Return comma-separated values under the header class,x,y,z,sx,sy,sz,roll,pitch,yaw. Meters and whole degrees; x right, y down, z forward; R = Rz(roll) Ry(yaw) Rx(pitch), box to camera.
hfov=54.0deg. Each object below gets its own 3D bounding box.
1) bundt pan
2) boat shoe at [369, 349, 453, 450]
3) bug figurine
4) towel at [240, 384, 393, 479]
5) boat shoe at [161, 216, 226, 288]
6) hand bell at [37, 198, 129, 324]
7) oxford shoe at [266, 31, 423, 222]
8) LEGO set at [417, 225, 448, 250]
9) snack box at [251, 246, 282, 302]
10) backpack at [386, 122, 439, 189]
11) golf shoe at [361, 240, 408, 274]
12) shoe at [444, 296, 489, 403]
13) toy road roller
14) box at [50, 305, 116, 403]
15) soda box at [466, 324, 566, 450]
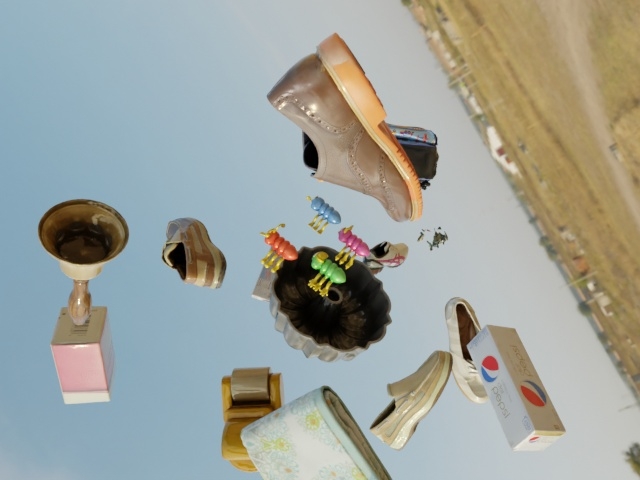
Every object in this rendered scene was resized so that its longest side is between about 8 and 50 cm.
class,x,y,z,sx,sy,sz,roll,pitch,yaw
bundt pan,0.011,0.176,1.626,0.330,0.124,0.331,15,-135,-15
boat shoe,0.137,0.244,0.986,0.072,0.190,0.068,28,-164,1
bug figurine,0.000,0.000,1.438,0.216,0.072,0.279,38,-138,11
towel,-0.006,0.600,1.648,0.375,0.320,0.090,57,-155,4
boat shoe,-0.360,0.023,1.677,0.119,0.123,0.324,1,-159,-33
hand bell,-0.380,0.060,1.001,0.126,0.242,0.126,12,-132,-13
oxford shoe,0.046,-0.128,0.908,0.364,0.132,0.130,51,-170,-47
LEGO set,0.245,-0.004,1.339,0.023,0.054,0.083,31,-173,-33
snack box,-0.146,0.099,1.874,0.022,0.064,0.178,99,-171,-60
backpack,0.154,-0.176,1.272,0.173,0.158,0.117,-72,-11,-78
golf shoe,0.197,0.038,1.817,0.186,0.086,0.067,-22,-128,-41
shoe,0.298,0.222,1.267,0.058,0.076,0.219,120,137,-81
toy road roller,-0.233,0.597,2.086,0.240,0.202,0.330,20,-114,-83
box,-0.643,0.313,1.720,0.149,0.126,0.233,-103,14,-53
soda box,0.340,0.256,1.107,0.073,0.069,0.216,10,-137,-25
